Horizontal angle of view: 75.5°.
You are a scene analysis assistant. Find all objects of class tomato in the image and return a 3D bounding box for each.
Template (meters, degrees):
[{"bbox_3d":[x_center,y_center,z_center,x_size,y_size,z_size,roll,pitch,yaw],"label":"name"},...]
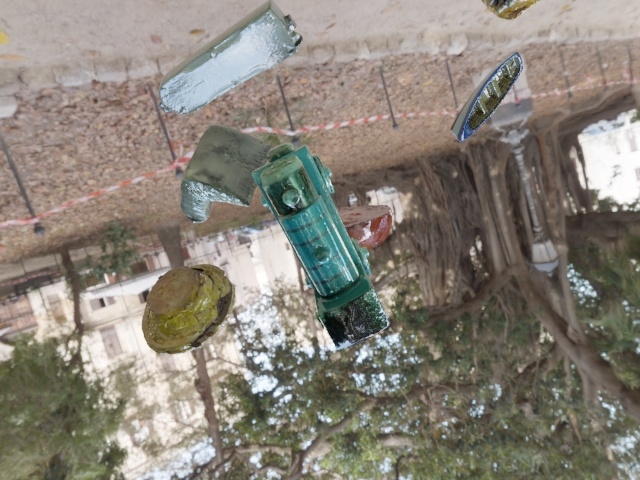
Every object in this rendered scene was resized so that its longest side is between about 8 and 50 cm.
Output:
[{"bbox_3d":[0.055,-0.019,0.933,0.224,0.085,0.225,-8,-165,2],"label":"tomato"}]

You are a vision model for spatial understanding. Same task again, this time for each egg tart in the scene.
[{"bbox_3d":[-0.311,0.140,0.938,0.240,0.106,0.241,-11,-134,12],"label":"egg tart"}]

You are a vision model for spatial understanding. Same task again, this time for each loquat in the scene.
[{"bbox_3d":[0.367,-0.486,0.776,0.137,0.113,0.137,-37,158,-17],"label":"loquat"}]

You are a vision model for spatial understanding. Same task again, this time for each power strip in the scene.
[{"bbox_3d":[-0.163,-0.296,0.699,0.285,0.080,0.048,-22,-134,22],"label":"power strip"}]

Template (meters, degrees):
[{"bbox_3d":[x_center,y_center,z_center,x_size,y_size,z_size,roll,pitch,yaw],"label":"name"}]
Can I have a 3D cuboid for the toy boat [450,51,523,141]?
[{"bbox_3d":[0.363,-0.313,0.913,0.229,0.080,0.046,-52,-137,-1],"label":"toy boat"}]

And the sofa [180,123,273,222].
[{"bbox_3d":[-0.254,-0.160,1.098,0.175,0.210,0.225,21,151,-10],"label":"sofa"}]

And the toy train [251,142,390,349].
[{"bbox_3d":[0.000,0.000,0.628,0.120,0.298,0.194,-26,-160,4],"label":"toy train"}]
